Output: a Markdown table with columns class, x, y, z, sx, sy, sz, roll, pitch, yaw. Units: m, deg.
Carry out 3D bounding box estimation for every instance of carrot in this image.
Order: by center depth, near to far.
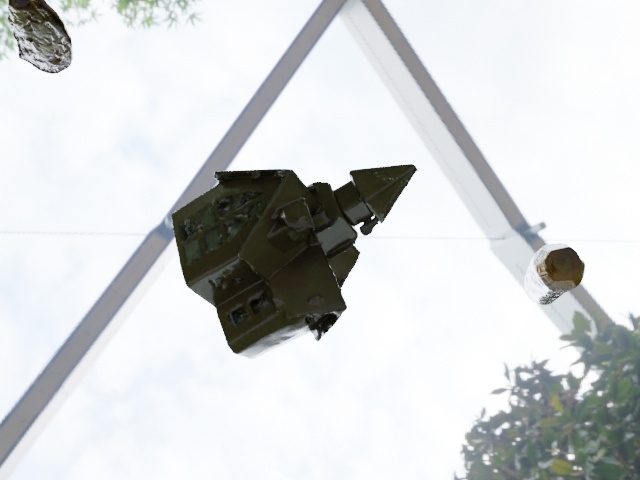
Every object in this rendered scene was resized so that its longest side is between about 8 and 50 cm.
| class | x | y | z | sx | sy | sz | roll | pitch | yaw |
| --- | --- | --- | --- | --- | --- | --- | --- | --- | --- |
| carrot | 0.340 | 0.056 | 0.965 | 0.070 | 0.260 | 0.070 | -3 | -103 | 13 |

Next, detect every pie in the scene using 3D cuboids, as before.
| class | x | y | z | sx | sy | sz | roll | pitch | yaw |
| --- | --- | --- | --- | --- | --- | --- | --- | --- | --- |
| pie | -0.374 | -0.273 | 0.870 | 0.088 | 0.191 | 0.033 | 22 | -113 | -10 |

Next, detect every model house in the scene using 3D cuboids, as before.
| class | x | y | z | sx | sy | sz | roll | pitch | yaw |
| --- | --- | --- | --- | --- | --- | --- | --- | --- | --- |
| model house | 0.000 | 0.000 | 0.684 | 0.248 | 0.181 | 0.176 | -32 | -128 | 11 |
